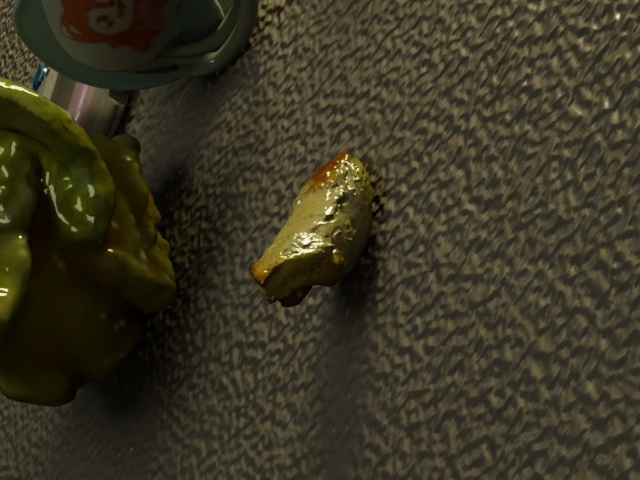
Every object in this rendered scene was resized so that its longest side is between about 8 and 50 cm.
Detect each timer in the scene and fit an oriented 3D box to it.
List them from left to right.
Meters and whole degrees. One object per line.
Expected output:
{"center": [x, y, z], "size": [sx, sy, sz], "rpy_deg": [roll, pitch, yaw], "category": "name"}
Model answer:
{"center": [-0.271, -0.176, 1.792], "size": [0.191, 0.069, 0.208], "rpy_deg": [-8, 62, 57], "category": "timer"}

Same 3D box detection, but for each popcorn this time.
{"center": [-0.268, -0.009, 1.450], "size": [0.321, 0.290, 0.326], "rpy_deg": [34, 129, 48], "category": "popcorn"}

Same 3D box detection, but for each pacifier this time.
{"center": [-0.186, -0.294, 1.557], "size": [0.299, 0.244, 0.233], "rpy_deg": [92, 175, -47], "category": "pacifier"}

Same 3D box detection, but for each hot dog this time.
{"center": [0.001, 0.000, 1.218], "size": [0.078, 0.061, 0.169], "rpy_deg": [-21, 26, 44], "category": "hot dog"}
